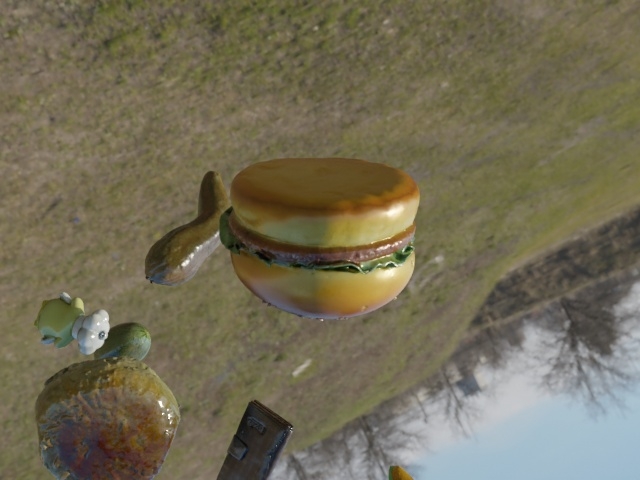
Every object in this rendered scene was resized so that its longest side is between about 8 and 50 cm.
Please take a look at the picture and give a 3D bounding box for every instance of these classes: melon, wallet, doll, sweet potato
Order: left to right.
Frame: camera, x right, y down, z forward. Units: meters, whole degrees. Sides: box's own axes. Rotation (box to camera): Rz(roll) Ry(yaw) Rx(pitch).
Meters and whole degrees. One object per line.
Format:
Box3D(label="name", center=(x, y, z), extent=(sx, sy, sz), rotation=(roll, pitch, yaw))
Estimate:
Box3D(label="doll", center=(-0.476, 0.161, 1.515), extent=(0.162, 0.106, 0.062), rotation=(15, 169, 24))
Box3D(label="melon", center=(-0.511, 0.272, 2.022), extent=(0.167, 0.114, 0.114), rotation=(-29, 170, 18))
Box3D(label="sweet potato", center=(-0.186, -0.014, 1.194), extent=(0.062, 0.081, 0.233), rotation=(-22, -151, 41))
Box3D(label="wallet", center=(-0.152, 0.488, 1.793), extent=(0.042, 0.124, 0.230), rotation=(-7, 124, -60))

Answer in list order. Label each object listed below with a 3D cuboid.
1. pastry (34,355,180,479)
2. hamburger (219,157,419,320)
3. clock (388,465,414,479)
Box3D(label="pastry", center=(-0.464, 0.399, 1.693), extent=(0.329, 0.330, 0.136), rotation=(-25, -161, -1))
Box3D(label="hamburger", center=(0.002, 0.000, 0.944), extent=(0.246, 0.170, 0.246), rotation=(1, -162, 0))
Box3D(label="clock", center=(0.131, 0.473, 1.244), extent=(0.103, 0.231, 0.144), rotation=(14, 153, -42))
